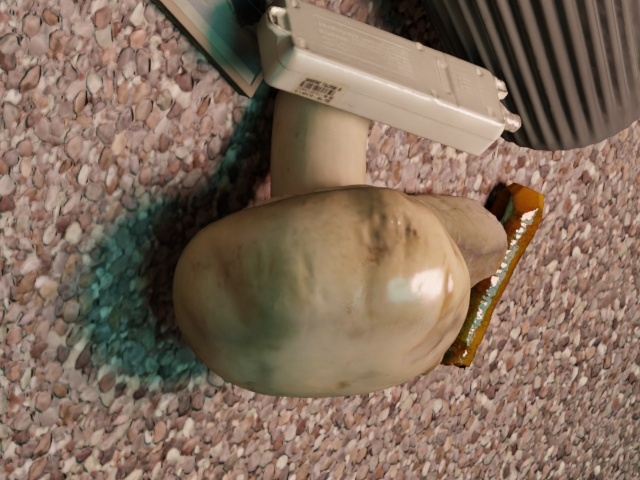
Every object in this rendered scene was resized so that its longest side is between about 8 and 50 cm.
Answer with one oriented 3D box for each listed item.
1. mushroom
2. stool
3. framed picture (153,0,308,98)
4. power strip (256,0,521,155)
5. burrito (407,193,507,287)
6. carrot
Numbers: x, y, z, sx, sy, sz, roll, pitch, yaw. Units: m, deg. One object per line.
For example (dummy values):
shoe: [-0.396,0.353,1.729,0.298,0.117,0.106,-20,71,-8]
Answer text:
mushroom: [0.000,0.000,1.868,0.314,0.314,0.336,33,52,-53]
stool: [0.250,-0.296,1.987,0.297,0.297,0.330,-52,145,-20]
framed picture: [-0.087,-0.259,1.800,0.150,0.015,0.203,-60,143,-13]
power strip: [0.075,-0.172,1.859,0.338,0.098,0.058,16,133,-29]
burrito: [0.105,0.017,2.106,0.299,0.105,0.143,-7,117,-51]
carrot: [0.220,0.048,2.289,0.070,0.070,0.260,26,87,-53]
